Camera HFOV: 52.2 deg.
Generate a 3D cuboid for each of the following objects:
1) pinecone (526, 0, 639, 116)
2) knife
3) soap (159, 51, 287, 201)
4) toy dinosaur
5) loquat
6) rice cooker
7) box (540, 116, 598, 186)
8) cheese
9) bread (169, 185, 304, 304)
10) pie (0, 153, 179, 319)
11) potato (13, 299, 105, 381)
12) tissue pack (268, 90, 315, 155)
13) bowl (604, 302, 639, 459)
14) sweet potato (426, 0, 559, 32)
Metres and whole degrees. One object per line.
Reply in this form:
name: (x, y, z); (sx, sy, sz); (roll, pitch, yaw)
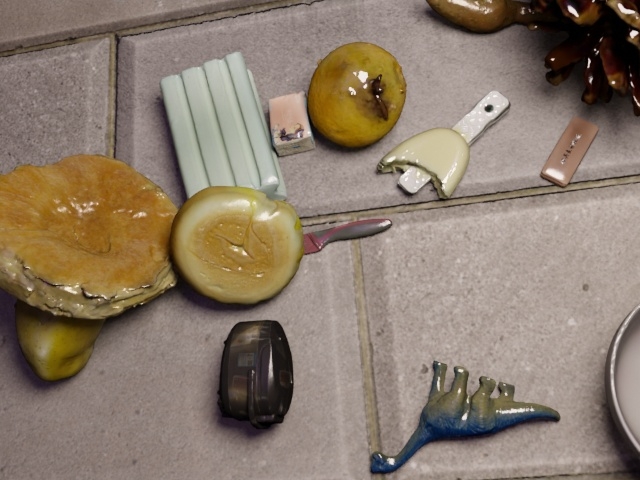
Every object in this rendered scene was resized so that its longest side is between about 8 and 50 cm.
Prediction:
pinecone: (0.472, -0.361, 0.929); (0.398, 0.398, 0.397); (-3, 73, 10)
knife: (0.000, 0.000, 1.097); (0.248, 0.018, 0.035); (-14, 78, 10)
soap: (-0.170, -0.178, 1.142); (0.160, 0.087, 0.265); (-19, 71, 5)
toy dinosaur: (0.214, 0.285, 0.958); (0.248, 0.075, 0.188); (16, 86, 10)
loquat: (0.052, -0.244, 1.092); (0.204, 0.149, 0.172); (25, 103, 49)
rice cooker: (-0.097, 0.203, 1.004); (0.107, 0.112, 0.165); (2, 72, 17)
box: (0.403, -0.144, 1.055); (0.048, 0.025, 0.115); (30, 82, 19)
cheese: (0.217, -0.162, 1.083); (0.235, 0.050, 0.127); (-43, 69, -5)
bread: (-0.133, 0.007, 1.047); (0.214, 0.105, 0.213); (-3, 106, -9)
pie: (-0.379, -0.016, 1.051); (0.340, 0.083, 0.339); (13, 44, -13)
potato: (-0.426, 0.133, 1.081); (0.157, 0.157, 0.193); (8, 96, 13)
tissue pack: (-0.050, -0.205, 1.142); (0.074, 0.059, 0.094); (-12, 72, 9)
bowl: (0.521, 0.198, 0.870); (0.287, 0.144, 0.286); (-3, 74, 10)
sweet potato: (0.298, -0.395, 1.128); (0.270, 0.075, 0.074); (7, 75, 0)
